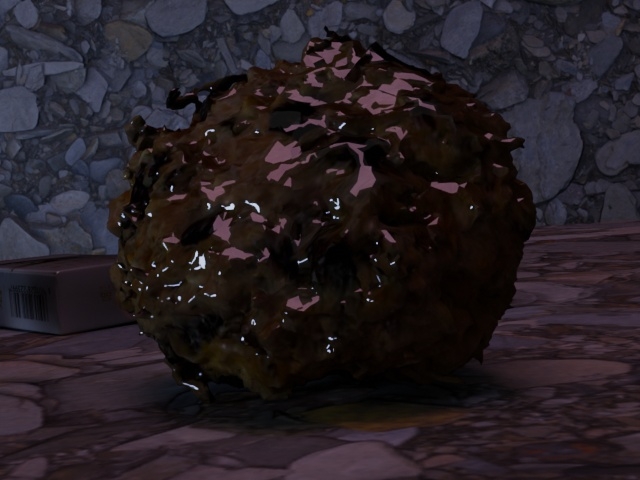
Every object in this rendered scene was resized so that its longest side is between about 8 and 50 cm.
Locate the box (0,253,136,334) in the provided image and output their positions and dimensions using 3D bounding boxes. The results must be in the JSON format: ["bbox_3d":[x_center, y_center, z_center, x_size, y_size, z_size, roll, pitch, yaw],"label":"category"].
[{"bbox_3d":[-0.267,0.050,1.052,0.149,0.067,0.233,-4,3,-44],"label":"box"}]

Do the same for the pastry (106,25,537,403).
[{"bbox_3d":[0.000,0.000,0.619,0.274,0.275,0.193,-3,-38,23],"label":"pastry"}]
